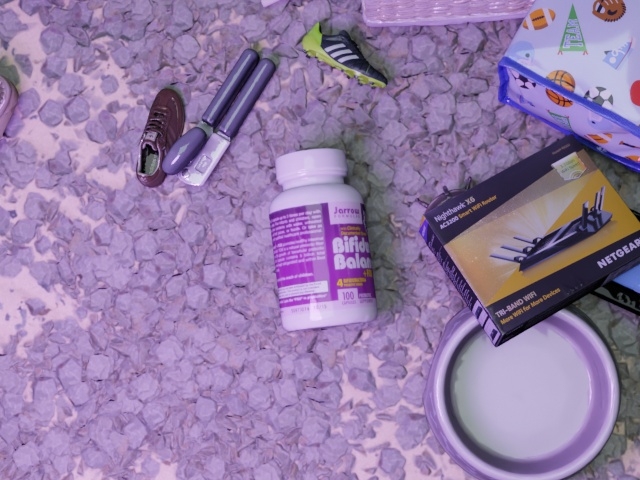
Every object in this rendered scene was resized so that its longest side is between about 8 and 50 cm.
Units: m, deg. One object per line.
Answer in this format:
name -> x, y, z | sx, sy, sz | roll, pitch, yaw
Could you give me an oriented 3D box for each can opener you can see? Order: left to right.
can opener -> -0.179, -0.222, 1.863 | 0.074, 0.093, 0.280 | 33, 84, 9

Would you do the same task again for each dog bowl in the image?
dog bowl -> 0.346, 0.255, 1.753 | 0.348, 0.102, 0.349 | 0, 85, 5

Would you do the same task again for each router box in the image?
router box -> 0.358, -0.004, 1.715 | 0.308, 0.081, 0.243 | -29, 71, -11

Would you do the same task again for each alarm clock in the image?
alarm clock -> 0.252, -0.007, 1.809 | 0.129, 0.064, 0.192 | -23, 86, 3

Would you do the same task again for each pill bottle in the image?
pill bottle -> 0.000, 0.000, 1.779 | 0.169, 0.169, 0.302 | -8, 84, 5

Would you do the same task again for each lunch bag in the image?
lunch bag -> 0.539, -0.306, 1.720 | 0.385, 0.239, 0.328 | 28, 86, 15

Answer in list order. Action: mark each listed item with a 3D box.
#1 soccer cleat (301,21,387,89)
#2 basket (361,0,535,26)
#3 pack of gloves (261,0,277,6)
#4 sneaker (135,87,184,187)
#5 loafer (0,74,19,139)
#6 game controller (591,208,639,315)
soccer cleat -> 0.050, -0.336, 1.861 | 0.178, 0.060, 0.072 | 30, 87, 11
basket -> 0.215, -0.563, 1.763 | 0.331, 0.266, 0.329 | -3, 85, 7
pack of gloves -> -0.042, -0.553, 1.841 | 0.232, 0.046, 0.195 | -16, 80, 36
sneaker -> -0.294, -0.190, 1.876 | 0.066, 0.071, 0.189 | 9, 86, 7
loafer -> -0.642, -0.194, 1.908 | 0.102, 0.092, 0.268 | 47, 107, 10
game controller -> 0.573, 0.053, 1.765 | 0.319, 0.067, 0.167 | 25, 88, 7
